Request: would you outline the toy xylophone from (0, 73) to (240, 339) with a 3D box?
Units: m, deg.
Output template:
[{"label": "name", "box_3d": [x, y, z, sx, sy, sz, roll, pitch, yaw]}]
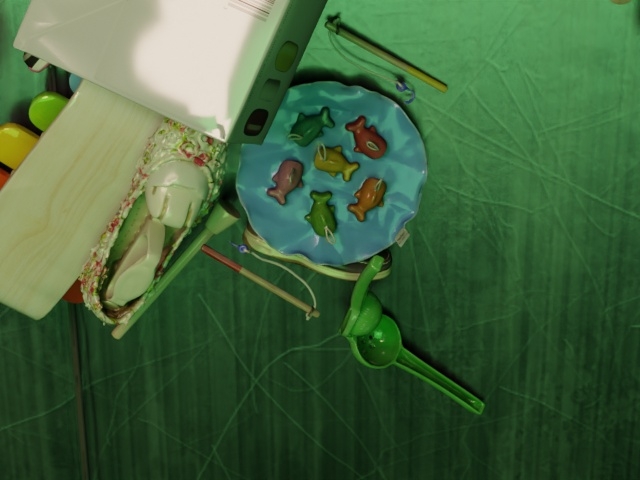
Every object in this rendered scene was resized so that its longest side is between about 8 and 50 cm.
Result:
[{"label": "toy xylophone", "box_3d": [-0.231, -0.033, 1.487, 0.323, 0.081, 0.236, -41, 120, 17]}]

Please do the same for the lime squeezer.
[{"label": "lime squeezer", "box_3d": [0.063, 0.093, 1.508, 0.059, 0.110, 0.310, -50, 142, -12]}]

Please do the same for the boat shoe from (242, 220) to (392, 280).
[{"label": "boat shoe", "box_3d": [0.000, 0.000, 1.509, 0.152, 0.056, 0.049, 13, 120, -3]}]

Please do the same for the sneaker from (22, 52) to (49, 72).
[{"label": "sneaker", "box_3d": [-0.247, -0.239, 1.407, 0.075, 0.063, 0.170, 24, 109, -9]}]

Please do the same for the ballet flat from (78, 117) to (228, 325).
[{"label": "ballet flat", "box_3d": [-0.149, -0.015, 1.417, 0.091, 0.077, 0.241, 19, 117, -22]}]

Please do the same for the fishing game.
[{"label": "fishing game", "box_3d": [0.013, -0.060, 1.456, 0.189, 0.041, 0.264, 32, 96, -14]}]

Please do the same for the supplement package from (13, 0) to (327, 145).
[{"label": "supplement package", "box_3d": [-0.099, -0.238, 1.294, 0.204, 0.145, 0.261, 25, 97, 7]}]

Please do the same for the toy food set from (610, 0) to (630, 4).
[{"label": "toy food set", "box_3d": [0.363, -0.194, 1.368, 0.192, 0.038, 0.132, 40, 110, -14]}]
